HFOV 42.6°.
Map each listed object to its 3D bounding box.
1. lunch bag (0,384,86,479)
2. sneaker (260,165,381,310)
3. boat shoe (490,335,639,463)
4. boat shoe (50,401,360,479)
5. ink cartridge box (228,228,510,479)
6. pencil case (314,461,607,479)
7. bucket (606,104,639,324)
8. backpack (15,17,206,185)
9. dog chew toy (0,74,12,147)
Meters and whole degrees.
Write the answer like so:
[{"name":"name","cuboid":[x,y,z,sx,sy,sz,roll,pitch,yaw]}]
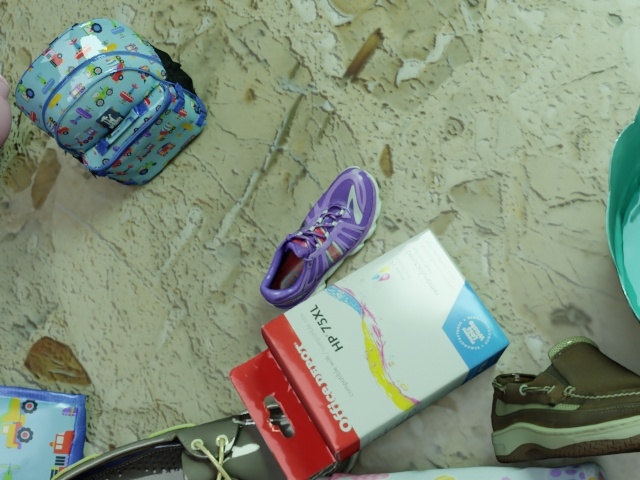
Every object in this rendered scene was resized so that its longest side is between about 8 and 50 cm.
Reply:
[{"name":"lunch bag","cuboid":[-0.391,0.266,0.904,0.293,0.138,0.221,6,80,9]},{"name":"sneaker","cuboid":[0.000,0.000,0.835,0.068,0.071,0.170,33,92,21]},{"name":"boat shoe","cuboid":[0.207,0.123,0.656,0.095,0.257,0.095,1,73,-21]},{"name":"boat shoe","cuboid":[-0.121,0.234,0.806,0.324,0.097,0.117,-15,76,8]},{"name":"ink cartridge box","cuboid":[0.039,0.109,0.760,0.231,0.078,0.134,-30,71,-10]},{"name":"pencil case","cuboid":[0.119,0.258,0.711,0.273,0.124,0.114,-11,44,21]},{"name":"bucket","cuboid":[0.362,-0.005,0.650,0.281,0.183,0.281,-3,80,18]},{"name":"backpack","cuboid":[-0.228,-0.149,0.886,0.158,0.173,0.117,-40,70,8]},{"name":"dog chew toy","cuboid":[-0.506,-0.089,0.967,0.332,0.206,0.207,-40,70,0]}]
